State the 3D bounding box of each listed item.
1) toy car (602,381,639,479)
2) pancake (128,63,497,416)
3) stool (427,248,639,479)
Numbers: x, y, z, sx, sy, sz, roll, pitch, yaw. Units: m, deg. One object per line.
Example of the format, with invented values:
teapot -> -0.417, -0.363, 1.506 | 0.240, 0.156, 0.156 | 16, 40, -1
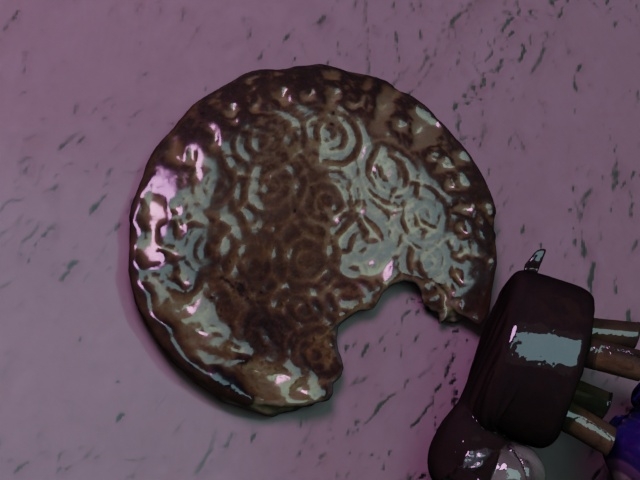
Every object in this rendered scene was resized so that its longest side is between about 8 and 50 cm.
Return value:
toy car -> 0.294, 0.215, 1.179 | 0.158, 0.172, 0.235 | -40, 87, -11
pancake -> 0.000, 0.000, 1.194 | 0.286, 0.033, 0.288 | 26, 68, -14
stool -> 0.157, 0.118, 1.166 | 0.121, 0.125, 0.217 | 21, 80, -1
